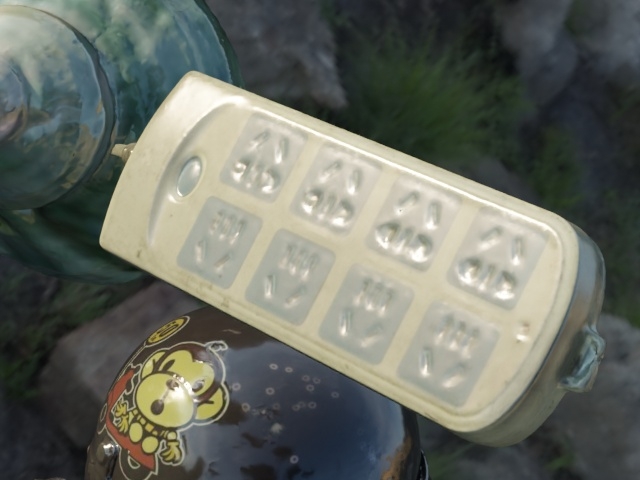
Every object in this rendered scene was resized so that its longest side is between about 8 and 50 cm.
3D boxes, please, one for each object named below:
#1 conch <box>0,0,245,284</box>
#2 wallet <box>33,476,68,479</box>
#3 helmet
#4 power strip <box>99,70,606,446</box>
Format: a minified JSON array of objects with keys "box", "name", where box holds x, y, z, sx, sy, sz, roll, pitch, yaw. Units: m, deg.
[{"box":[-0.140,-0.078,0.894,0.220,0.195,0.277,58,11,-3],"name":"conch"},{"box":[-0.202,0.299,1.023,0.044,0.321,0.170,22,44,22],"name":"wallet"},{"box":[-0.029,0.127,1.209,0.279,0.160,0.230,-5,25,-31],"name":"helmet"},{"box":[0.000,0.000,0.593,0.029,0.227,0.080,28,87,-54],"name":"power strip"}]
